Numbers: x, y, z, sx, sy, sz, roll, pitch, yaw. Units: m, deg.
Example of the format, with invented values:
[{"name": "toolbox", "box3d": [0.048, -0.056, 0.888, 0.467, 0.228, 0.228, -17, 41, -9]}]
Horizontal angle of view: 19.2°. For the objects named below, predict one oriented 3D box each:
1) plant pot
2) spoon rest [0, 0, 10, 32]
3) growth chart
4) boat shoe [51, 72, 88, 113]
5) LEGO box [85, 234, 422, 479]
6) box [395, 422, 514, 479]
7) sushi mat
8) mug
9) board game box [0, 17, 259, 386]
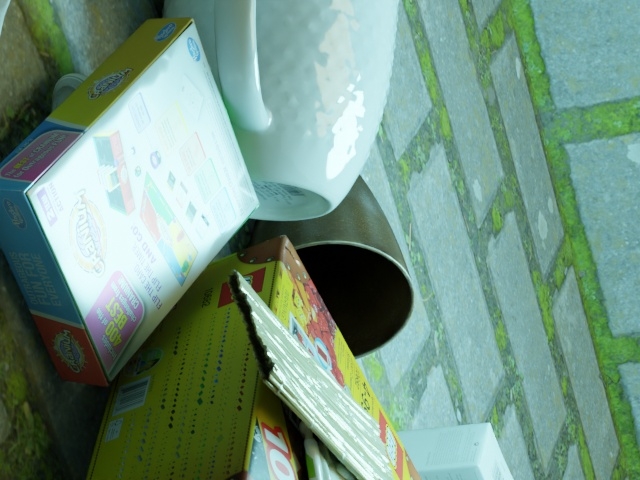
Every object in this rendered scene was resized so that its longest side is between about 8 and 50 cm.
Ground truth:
[{"name": "plant pot", "box3d": [0.000, 0.000, 2.378, 0.230, 0.215, 0.215, -96, 163, -46]}, {"name": "spoon rest", "box3d": [-0.335, -0.237, 1.774, 0.137, 0.084, 0.276, 52, 37, -50]}, {"name": "growth chart", "box3d": [0.044, 0.301, 1.844, 0.237, 0.021, 0.172, 54, 21, -42]}, {"name": "boat shoe", "box3d": [-0.255, -0.079, 1.948, 0.063, 0.066, 0.184, -17, 109, -67]}, {"name": "LEGO box", "box3d": [-0.056, 0.289, 1.933, 0.372, 0.193, 0.500, 61, 17, -25]}, {"name": "box", "box3d": [0.172, 0.340, 2.673, 0.091, 0.170, 0.130, -67, 143, -49]}, {"name": "sushi mat", "box3d": [0.004, 0.161, 1.870, 0.316, 0.019, 0.151, 50, 12, -45]}, {"name": "mug", "box3d": [-0.060, -0.215, 2.148, 0.374, 0.276, 0.328, 59, 34, -72]}, {"name": "board game box", "box3d": [-0.196, -0.045, 1.927, 0.316, 0.064, 0.242, -51, 134, -42]}]
